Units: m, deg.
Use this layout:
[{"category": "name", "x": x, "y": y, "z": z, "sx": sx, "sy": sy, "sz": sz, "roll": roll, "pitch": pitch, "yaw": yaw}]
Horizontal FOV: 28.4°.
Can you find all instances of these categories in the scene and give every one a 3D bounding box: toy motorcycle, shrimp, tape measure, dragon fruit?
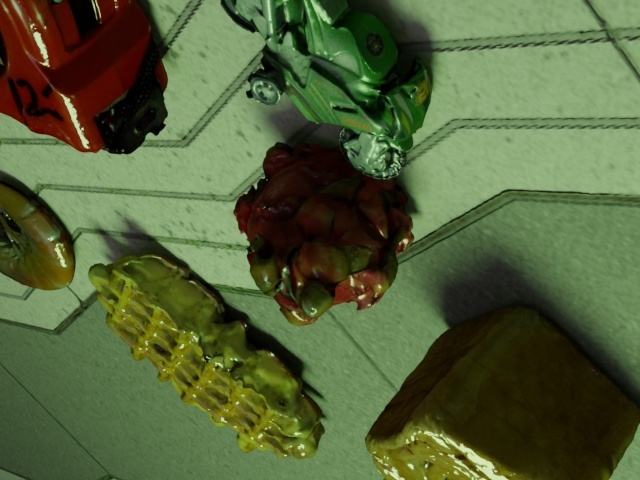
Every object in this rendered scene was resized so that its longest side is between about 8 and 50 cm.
[{"category": "toy motorcycle", "x": 0.011, "y": -0.120, "z": 0.848, "sx": 0.106, "sy": 0.074, "sz": 0.190, "roll": -18, "pitch": 117, "yaw": 48}, {"category": "shrimp", "x": -0.381, "y": -0.009, "z": 1.506, "sx": 0.249, "sy": 0.068, "sz": 0.150, "roll": 4, "pitch": 124, "yaw": 41}, {"category": "tape measure", "x": -0.254, "y": -0.206, "z": 1.002, "sx": 0.253, "sy": 0.114, "sz": 0.260, "roll": 21, "pitch": 144, "yaw": 32}, {"category": "dragon fruit", "x": 0.000, "y": 0.000, "z": 0.969, "sx": 0.133, "sy": 0.207, "sz": 0.150, "roll": 31, "pitch": 111, "yaw": -10}]

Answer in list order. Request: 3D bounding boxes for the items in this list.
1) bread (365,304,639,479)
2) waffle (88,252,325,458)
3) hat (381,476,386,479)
[{"category": "bread", "x": 0.141, "y": 0.151, "z": 1.007, "sx": 0.158, "sy": 0.143, "sz": 0.149, "roll": 38, "pitch": 153, "yaw": -4}, {"category": "waffle", "x": -0.121, "y": 0.128, "z": 1.380, "sx": 0.283, "sy": 0.065, "sz": 0.309, "roll": 16, "pitch": 147, "yaw": 42}, {"category": "hat", "x": 0.126, "y": 0.298, "z": 1.329, "sx": 0.146, "sy": 0.067, "sz": 0.146, "roll": 3, "pitch": 96, "yaw": 32}]
